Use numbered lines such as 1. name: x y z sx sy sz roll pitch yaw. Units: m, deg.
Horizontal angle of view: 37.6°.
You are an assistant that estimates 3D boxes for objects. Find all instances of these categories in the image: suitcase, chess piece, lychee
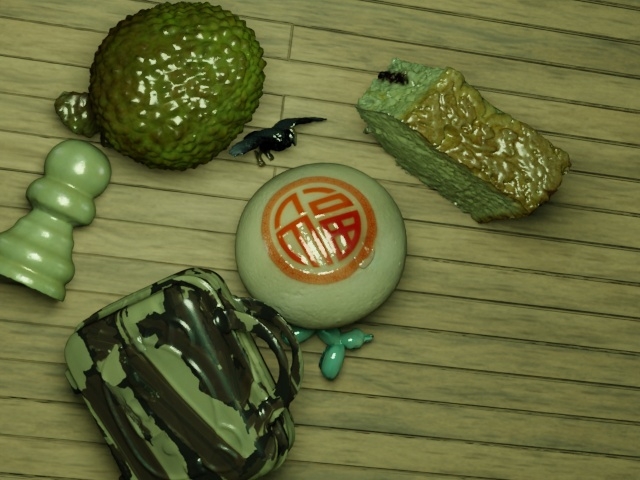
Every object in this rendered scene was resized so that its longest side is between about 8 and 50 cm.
1. suitcase: -0.188 0.225 1.482 0.339 0.194 0.351 -26 94 15
2. chess piece: -0.426 -0.045 1.509 0.144 0.144 0.251 24 81 -7
3. lychee: -0.237 -0.237 1.473 0.270 0.270 0.320 40 120 -5

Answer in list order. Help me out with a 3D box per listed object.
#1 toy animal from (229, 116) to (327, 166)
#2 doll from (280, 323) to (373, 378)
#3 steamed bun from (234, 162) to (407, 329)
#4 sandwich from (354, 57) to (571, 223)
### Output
1. toy animal: -0.080 -0.170 1.570 0.220 0.108 0.062 -29 92 -38
2. doll: 0.012 0.134 1.598 0.158 0.059 0.159 -43 93 -5
3. steamed bun: 0.000 0.000 1.507 0.283 0.177 0.283 0 73 1
4. sandwich: 0.214 -0.166 1.529 0.325 0.262 0.131 35 84 -5
